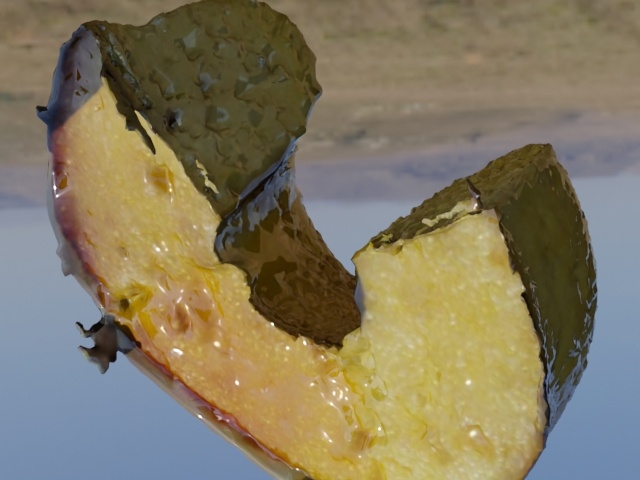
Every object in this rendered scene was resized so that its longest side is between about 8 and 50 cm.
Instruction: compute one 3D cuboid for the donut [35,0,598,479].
[{"bbox_3d":[0.001,0.010,0.447,0.181,0.146,0.078,25,-138,25],"label":"donut"}]
